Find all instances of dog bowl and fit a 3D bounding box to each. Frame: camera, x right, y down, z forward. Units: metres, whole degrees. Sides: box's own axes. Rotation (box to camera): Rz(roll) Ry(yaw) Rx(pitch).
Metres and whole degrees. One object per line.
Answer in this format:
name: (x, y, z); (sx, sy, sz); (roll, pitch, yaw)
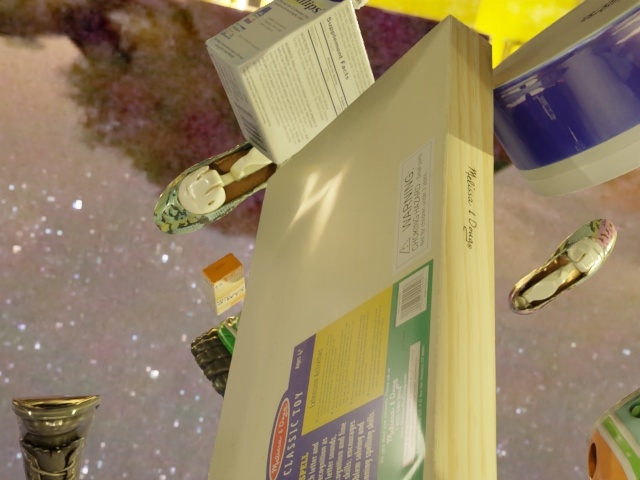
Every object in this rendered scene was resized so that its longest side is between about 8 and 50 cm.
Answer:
dog bowl: (0.262, -0.153, 0.763); (0.104, 0.265, 0.265); (55, -168, -8)

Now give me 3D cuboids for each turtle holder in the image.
turtle holder: (0.539, 0.314, 1.339); (0.227, 0.320, 0.243); (50, -178, 32)

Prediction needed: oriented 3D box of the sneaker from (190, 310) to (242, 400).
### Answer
sneaker: (0.013, 0.157, 0.832); (0.343, 0.146, 0.134); (46, 173, 40)

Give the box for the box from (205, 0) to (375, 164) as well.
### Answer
box: (-0.026, -0.172, 0.929); (0.137, 0.126, 0.072); (-34, -136, -14)

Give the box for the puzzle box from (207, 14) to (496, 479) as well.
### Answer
puzzle box: (0.021, 0.049, 0.702); (0.052, 0.272, 0.409); (28, -131, -24)

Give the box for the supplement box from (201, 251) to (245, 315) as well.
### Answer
supplement box: (-0.160, 0.073, 1.536); (0.062, 0.098, 0.036); (-33, -119, -22)

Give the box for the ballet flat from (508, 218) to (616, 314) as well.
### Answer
ballet flat: (0.406, 0.052, 1.532); (0.077, 0.221, 0.079); (50, -169, -1)

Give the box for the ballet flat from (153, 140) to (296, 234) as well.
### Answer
ballet flat: (-0.097, -0.071, 0.984); (0.188, 0.070, 0.070); (-32, -154, -9)

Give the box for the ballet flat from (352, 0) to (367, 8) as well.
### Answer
ballet flat: (0.102, -0.537, 1.366); (0.147, 0.409, 0.147); (7, -174, -1)

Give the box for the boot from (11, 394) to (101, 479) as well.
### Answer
boot: (-0.287, 0.289, 1.002); (0.091, 0.229, 0.263); (1, 163, -13)
